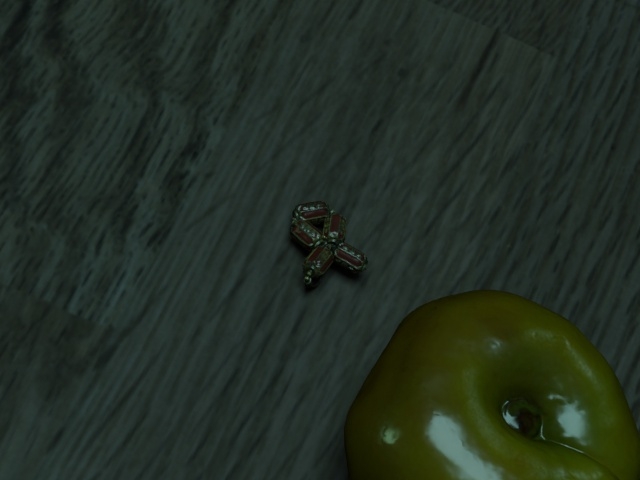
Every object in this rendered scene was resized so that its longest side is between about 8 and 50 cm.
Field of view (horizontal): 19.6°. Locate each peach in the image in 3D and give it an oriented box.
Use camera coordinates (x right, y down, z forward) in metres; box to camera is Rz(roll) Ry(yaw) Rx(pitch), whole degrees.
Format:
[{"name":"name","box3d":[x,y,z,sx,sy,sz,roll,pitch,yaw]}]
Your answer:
[{"name":"peach","box3d":[0.142,0.162,1.475,0.251,0.153,0.251,11,63,-23]}]

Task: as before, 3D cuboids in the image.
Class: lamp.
[{"name":"lamp","box3d":[0.000,0.000,1.620,0.063,0.031,0.083,-10,55,-23]}]
